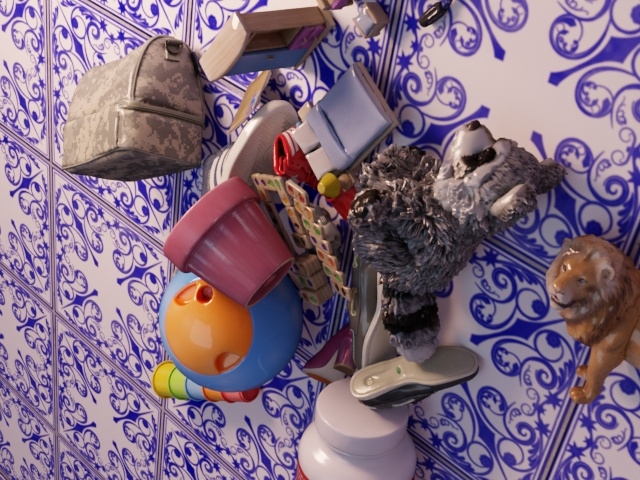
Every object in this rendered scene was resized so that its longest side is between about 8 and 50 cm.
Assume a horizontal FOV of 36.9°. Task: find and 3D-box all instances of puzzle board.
[{"bbox_3d":[-0.127,-0.265,1.786,0.011,0.128,0.096,32,143,-20],"label":"puzzle board"}]

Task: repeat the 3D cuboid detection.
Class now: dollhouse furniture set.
[{"bbox_3d":[-0.006,-0.249,1.570,0.286,0.198,0.303,-42,73,47],"label":"dollhouse furniture set"}]

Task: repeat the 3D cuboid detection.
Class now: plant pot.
[{"bbox_3d":[-0.153,0.016,1.738,0.180,0.201,0.201,44,136,10],"label":"plant pot"}]

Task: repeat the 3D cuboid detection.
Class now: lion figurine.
[{"bbox_3d":[0.490,0.159,1.357,0.392,0.142,0.240,25,120,19],"label":"lion figurine"}]

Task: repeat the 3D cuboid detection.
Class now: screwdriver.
[{"bbox_3d":[0.206,-0.374,1.446,0.025,0.024,0.170,38,139,-13],"label":"screwdriver"}]

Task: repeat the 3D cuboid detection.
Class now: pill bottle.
[{"bbox_3d":[0.065,0.478,1.868,0.229,0.229,0.408,28,128,34],"label":"pill bottle"}]

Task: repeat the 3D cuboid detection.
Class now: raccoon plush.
[{"bbox_3d":[0.243,0.012,1.529,0.299,0.216,0.446,7,137,32],"label":"raccoon plush"}]

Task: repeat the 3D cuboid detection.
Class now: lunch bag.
[{"bbox_3d":[-0.379,-0.268,1.970,0.305,0.212,0.256,-8,80,48],"label":"lunch bag"}]

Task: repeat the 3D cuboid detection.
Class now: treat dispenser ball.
[{"bbox_3d":[-0.178,0.159,1.917,0.288,0.288,0.288,23,125,37],"label":"treat dispenser ball"}]

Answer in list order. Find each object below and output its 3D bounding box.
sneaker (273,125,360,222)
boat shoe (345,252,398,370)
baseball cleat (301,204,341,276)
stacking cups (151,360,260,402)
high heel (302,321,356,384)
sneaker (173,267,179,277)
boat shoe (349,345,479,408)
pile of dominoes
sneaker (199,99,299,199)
[{"bbox_3d":[-0.011,-0.105,1.728,0.221,0.128,0.087,55,138,10],"label":"sneaker"},{"bbox_3d":[0.099,0.111,1.743,0.091,0.109,0.305,27,122,37],"label":"boat shoe"},{"bbox_3d":[0.000,0.000,1.806,0.206,0.072,0.109,108,145,-62],"label":"baseball cleat"},{"bbox_3d":[-0.266,0.344,2.259,0.316,0.096,0.096,1,110,43],"label":"stacking cups"},{"bbox_3d":[0.034,0.217,1.915,0.082,0.117,0.244,25,158,-6],"label":"high heel"},{"bbox_3d":[-0.210,0.160,2.122,0.281,0.105,0.115,52,172,7],"label":"sneaker"},{"bbox_3d":[0.173,0.248,1.713,0.233,0.084,0.079,-17,133,16],"label":"boat shoe"},{"bbox_3d":[-0.045,0.001,1.731,0.196,0.040,0.251,11,129,61],"label":"pile of dominoes"},{"bbox_3d":[-0.159,-0.156,1.869,0.350,0.131,0.148,-58,44,34],"label":"sneaker"}]
